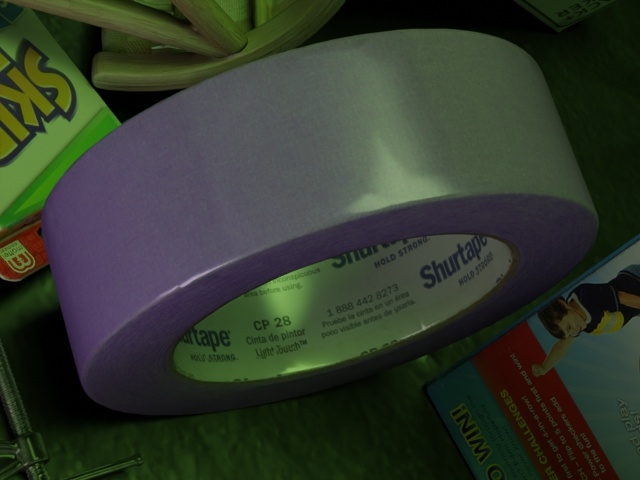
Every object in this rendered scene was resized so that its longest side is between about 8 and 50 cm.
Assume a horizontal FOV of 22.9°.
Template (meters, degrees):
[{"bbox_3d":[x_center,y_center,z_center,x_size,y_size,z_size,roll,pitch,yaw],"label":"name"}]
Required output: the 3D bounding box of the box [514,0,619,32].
[{"bbox_3d":[0.120,-0.263,1.067,0.290,0.087,0.169,14,53,-61],"label":"box"}]

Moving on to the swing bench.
[{"bbox_3d":[-0.127,-0.243,0.928,0.254,0.165,0.253,26,45,-34],"label":"swing bench"}]

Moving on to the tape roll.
[{"bbox_3d":[0.000,0.000,0.815,0.274,0.275,0.090,-6,67,-33],"label":"tape roll"}]

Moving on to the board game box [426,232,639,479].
[{"bbox_3d":[0.236,0.143,0.858,0.086,0.302,0.308,-21,77,-37],"label":"board game box"}]

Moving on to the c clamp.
[{"bbox_3d":[-0.187,0.072,0.832,0.137,0.022,0.161,-20,77,-31],"label":"c clamp"}]

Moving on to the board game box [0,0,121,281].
[{"bbox_3d":[-0.209,-0.103,0.895,0.259,0.039,0.124,53,42,2],"label":"board game box"}]
